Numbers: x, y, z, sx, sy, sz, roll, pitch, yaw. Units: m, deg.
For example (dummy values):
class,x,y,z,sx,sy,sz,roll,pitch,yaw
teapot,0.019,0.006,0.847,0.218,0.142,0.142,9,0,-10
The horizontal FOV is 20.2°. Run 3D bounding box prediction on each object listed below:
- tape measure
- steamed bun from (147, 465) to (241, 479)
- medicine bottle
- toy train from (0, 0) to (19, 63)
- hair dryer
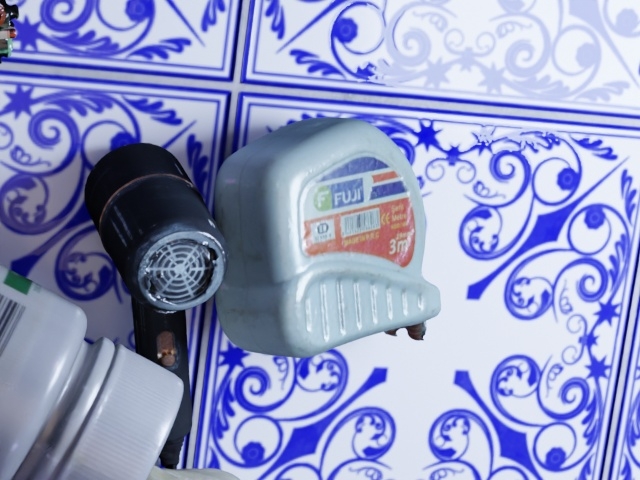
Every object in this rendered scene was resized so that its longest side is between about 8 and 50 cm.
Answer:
class,x,y,z,sx,sy,sz,roll,pitch,yaw
tape measure,0.000,0.001,1.794,0.243,0.125,0.246,-14,101,-49
steamed bun,-0.153,0.372,1.809,0.280,0.207,0.268,13,102,-24
medicine bottle,-0.314,0.130,1.658,0.340,0.208,0.208,28,93,-10
toy train,-0.404,-0.187,1.671,0.250,0.053,0.085,-10,114,-17
hair dryer,-0.151,0.098,1.777,0.107,0.189,0.352,-11,120,-15
